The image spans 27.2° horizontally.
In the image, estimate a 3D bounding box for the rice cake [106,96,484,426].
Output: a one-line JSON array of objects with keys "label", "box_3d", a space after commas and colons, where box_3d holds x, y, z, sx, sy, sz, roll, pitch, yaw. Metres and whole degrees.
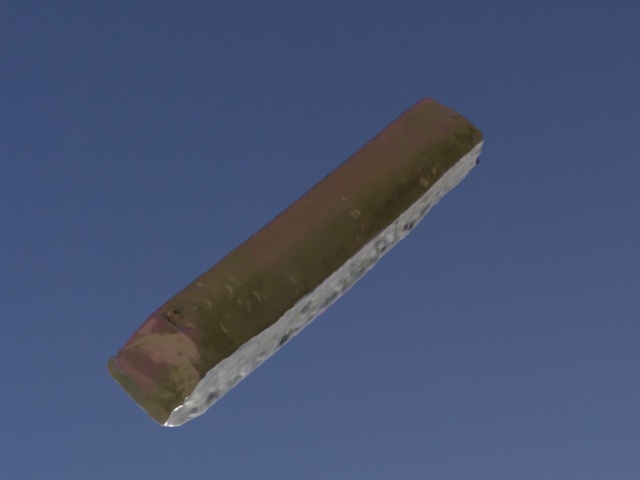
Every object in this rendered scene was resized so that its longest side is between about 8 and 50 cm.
[{"label": "rice cake", "box_3d": [0.000, 0.000, 0.975, 0.070, 0.399, 0.064, 36, -42, 16]}]
